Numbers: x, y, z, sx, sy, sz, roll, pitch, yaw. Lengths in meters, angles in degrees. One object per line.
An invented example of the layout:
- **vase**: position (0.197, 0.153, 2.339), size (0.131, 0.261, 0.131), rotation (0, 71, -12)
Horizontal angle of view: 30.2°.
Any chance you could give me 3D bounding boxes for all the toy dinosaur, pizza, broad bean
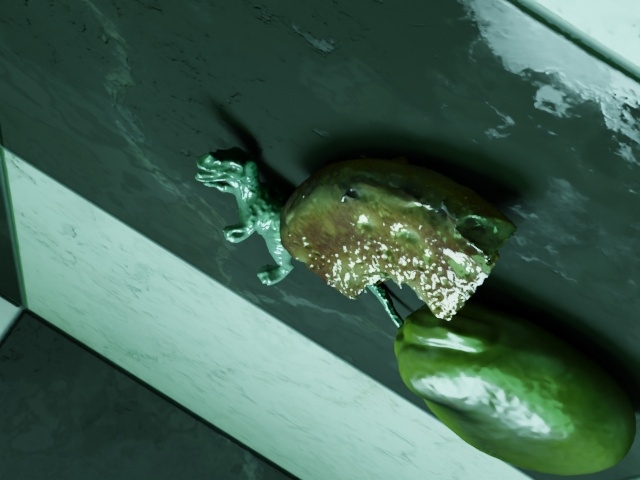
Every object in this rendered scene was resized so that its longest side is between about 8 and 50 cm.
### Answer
- **toy dinosaur**: position (-0.037, 0.013, 1.396), size (0.129, 0.076, 0.383), rotation (-14, 141, 36)
- **pizza**: position (0.072, -0.012, 1.176), size (0.306, 0.086, 0.161), rotation (6, 125, 46)
- **broad bean**: position (0.214, 0.167, 1.336), size (0.291, 0.119, 0.238), rotation (30, 150, -2)
